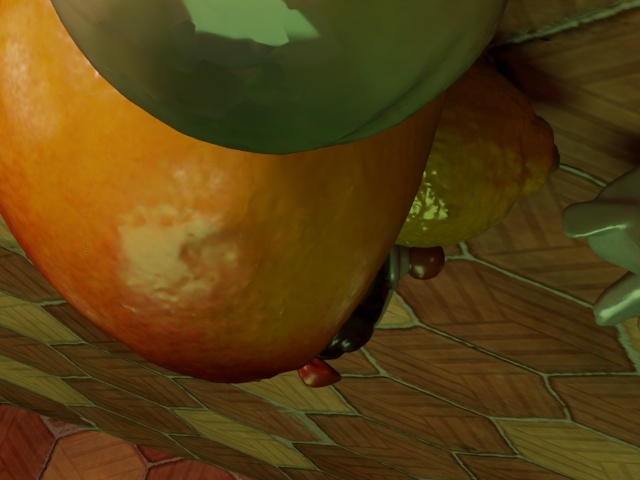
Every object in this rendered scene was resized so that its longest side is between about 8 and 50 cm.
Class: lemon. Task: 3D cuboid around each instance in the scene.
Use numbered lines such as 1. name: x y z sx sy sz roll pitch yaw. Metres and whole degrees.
1. lemon: 0.071 -0.065 0.981 0.187 0.142 0.142 9 160 2

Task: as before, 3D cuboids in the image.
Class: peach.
1. peach: -0.069 -0.088 0.799 0.289 0.308 0.289 22 175 2

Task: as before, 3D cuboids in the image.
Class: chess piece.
1. chess piece: 0.011 -0.178 0.422 0.182 0.330 0.182 12 152 7

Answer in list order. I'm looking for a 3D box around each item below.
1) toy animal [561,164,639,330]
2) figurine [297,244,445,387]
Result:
1. toy animal: 0.291 0.050 1.047 0.140 0.138 0.282 47 178 44
2. figurine: 0.000 0.000 1.102 0.183 0.226 0.160 29 161 -19
